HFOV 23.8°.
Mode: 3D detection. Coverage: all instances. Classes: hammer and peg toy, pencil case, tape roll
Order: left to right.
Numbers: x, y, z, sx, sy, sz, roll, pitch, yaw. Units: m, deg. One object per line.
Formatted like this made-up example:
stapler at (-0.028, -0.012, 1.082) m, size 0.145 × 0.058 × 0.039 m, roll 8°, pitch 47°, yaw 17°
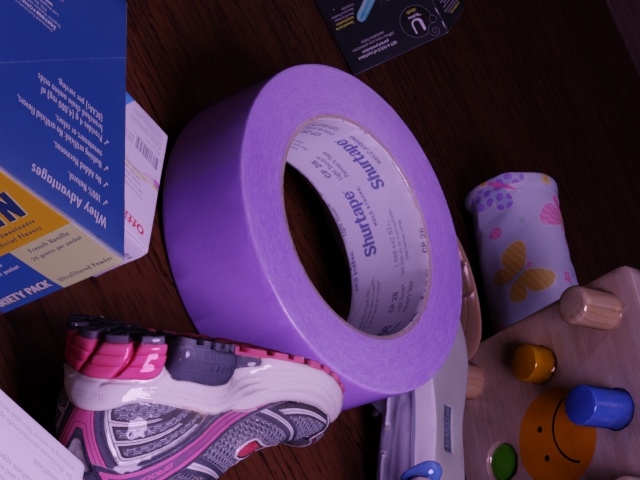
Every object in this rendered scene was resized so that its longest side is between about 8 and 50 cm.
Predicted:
tape roll at (0.000, 0.000, 1.229) m, size 0.275 × 0.090 × 0.275 m, roll 26°, pitch 54°, yaw -42°
pencil case at (0.243, 0.057, 1.726) m, size 0.124 × 0.113 × 0.273 m, roll 42°, pitch 34°, yaw -60°
hammer and peg toy at (0.245, 0.231, 1.400) m, size 0.127 × 0.266 × 0.361 m, roll 13°, pitch 55°, yaw -39°

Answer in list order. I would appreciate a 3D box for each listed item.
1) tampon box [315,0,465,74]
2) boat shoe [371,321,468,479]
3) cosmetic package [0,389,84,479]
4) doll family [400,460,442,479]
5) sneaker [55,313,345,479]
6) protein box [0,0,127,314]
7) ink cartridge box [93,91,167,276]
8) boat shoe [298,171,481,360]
tampon box at (0.061, -0.282, 1.624) m, size 0.161 × 0.120 × 0.101 m, roll 62°, pitch 25°, yaw -14°
boat shoe at (0.078, 0.146, 1.328) m, size 0.079 × 0.081 × 0.228 m, roll 37°, pitch 49°, yaw -50°
cosmetic package at (-0.197, 0.181, 0.739) m, size 0.117 × 0.085 × 0.231 m, roll 51°, pitch 31°, yaw -35°
doll family at (0.087, 0.316, 1.205) m, size 0.163 × 0.118 × 0.263 m, roll -103°, pitch 168°, yaw -50°
sneaker at (-0.085, 0.118, 1.015) m, size 0.299 × 0.120 × 0.112 m, roll 16°, pitch 85°, yaw -62°
protein box at (-0.221, -0.091, 0.852) m, size 0.200 × 0.136 × 0.201 m, roll 41°, pitch 35°, yaw -46°
ink cartridge box at (-0.157, -0.050, 1.054) m, size 0.088 × 0.052 × 0.122 m, roll 49°, pitch 29°, yaw -36°
boat shoe at (0.059, -0.018, 1.417) m, size 0.302 × 0.109 × 0.098 m, roll 59°, pitch 8°, yaw -9°
